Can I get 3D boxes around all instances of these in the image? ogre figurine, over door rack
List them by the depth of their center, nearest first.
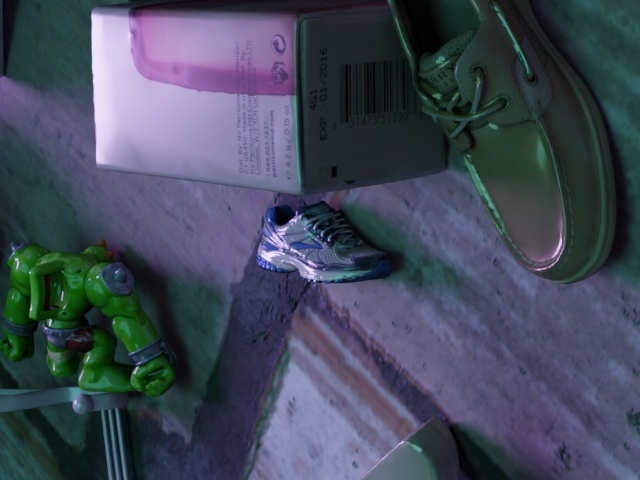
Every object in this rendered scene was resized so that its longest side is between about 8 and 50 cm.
[{"bbox_3d":[-0.209,0.065,1.649,0.197,0.097,0.118,27,130,53],"label":"ogre figurine"},{"bbox_3d":[-0.288,0.250,1.763,0.324,0.108,0.239,-1,97,47],"label":"over door rack"}]

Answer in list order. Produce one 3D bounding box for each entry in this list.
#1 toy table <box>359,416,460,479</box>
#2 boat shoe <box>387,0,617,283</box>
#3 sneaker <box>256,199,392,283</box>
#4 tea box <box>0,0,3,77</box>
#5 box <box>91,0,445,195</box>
[{"bbox_3d":[0.059,0.242,1.317,0.161,0.252,0.274,49,125,6],"label":"toy table"},{"bbox_3d":[0.104,-0.110,1.273,0.109,0.098,0.302,-26,79,46],"label":"boat shoe"},{"bbox_3d":[0.000,0.000,1.444,0.135,0.052,0.058,10,102,45],"label":"sneaker"},{"bbox_3d":[-0.456,-0.323,1.689,0.323,0.220,0.329,40,139,35],"label":"tea box"},{"bbox_3d":[-0.040,-0.112,1.390,0.232,0.149,0.127,9,105,45],"label":"box"}]
